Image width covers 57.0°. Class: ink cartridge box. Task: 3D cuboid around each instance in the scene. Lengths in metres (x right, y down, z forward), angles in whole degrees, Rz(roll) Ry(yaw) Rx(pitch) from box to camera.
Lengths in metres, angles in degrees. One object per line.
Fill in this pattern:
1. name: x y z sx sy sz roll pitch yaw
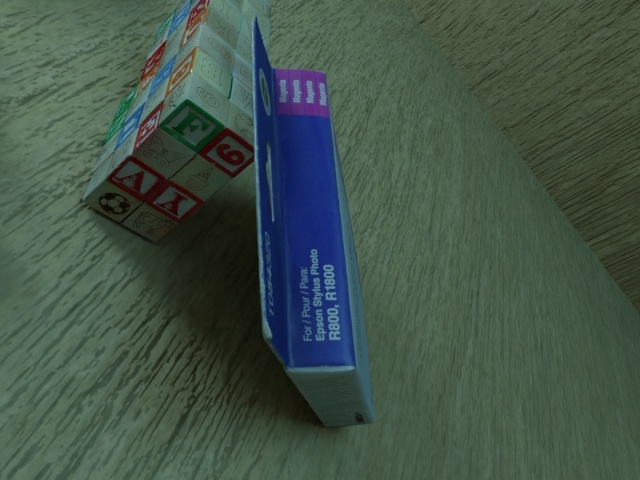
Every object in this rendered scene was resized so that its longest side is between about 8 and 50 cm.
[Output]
1. ink cartridge box: 0.000 0.000 0.613 0.330 0.071 0.324 76 8 -62

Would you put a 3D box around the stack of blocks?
1. stack of blocks: -0.146 -0.165 0.654 0.087 0.171 0.297 34 37 -32
